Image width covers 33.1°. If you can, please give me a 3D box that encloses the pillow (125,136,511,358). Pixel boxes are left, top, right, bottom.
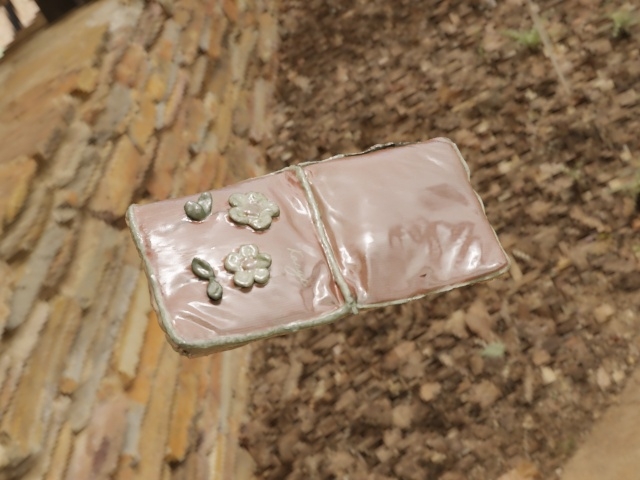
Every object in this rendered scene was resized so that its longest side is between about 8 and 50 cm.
[{"bbox_3d":[0.000,0.000,0.690,0.233,0.043,0.126,-14,59,-16],"label":"pillow"}]
